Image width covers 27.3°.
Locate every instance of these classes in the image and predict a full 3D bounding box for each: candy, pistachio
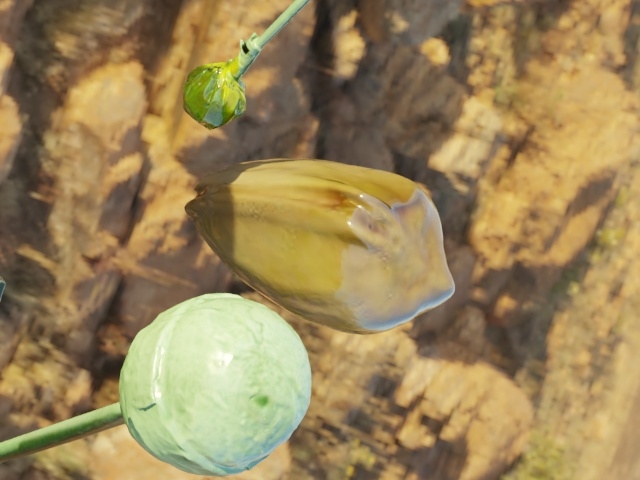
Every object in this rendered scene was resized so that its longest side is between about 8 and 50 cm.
[{"bbox_3d":[-0.053,-0.161,1.115,0.194,0.058,0.062,-40,-146,39],"label":"candy"},{"bbox_3d":[0.000,0.000,1.267,0.163,0.260,0.212,-60,143,-17],"label":"pistachio"},{"bbox_3d":[-0.162,0.131,0.965,0.440,0.119,0.119,-22,-151,49],"label":"candy"}]

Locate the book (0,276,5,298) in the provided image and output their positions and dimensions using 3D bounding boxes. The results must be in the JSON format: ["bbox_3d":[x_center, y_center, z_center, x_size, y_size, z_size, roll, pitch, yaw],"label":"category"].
[{"bbox_3d":[-0.380,0.133,1.031,0.202,0.027,0.264,14,101,-33],"label":"book"}]
